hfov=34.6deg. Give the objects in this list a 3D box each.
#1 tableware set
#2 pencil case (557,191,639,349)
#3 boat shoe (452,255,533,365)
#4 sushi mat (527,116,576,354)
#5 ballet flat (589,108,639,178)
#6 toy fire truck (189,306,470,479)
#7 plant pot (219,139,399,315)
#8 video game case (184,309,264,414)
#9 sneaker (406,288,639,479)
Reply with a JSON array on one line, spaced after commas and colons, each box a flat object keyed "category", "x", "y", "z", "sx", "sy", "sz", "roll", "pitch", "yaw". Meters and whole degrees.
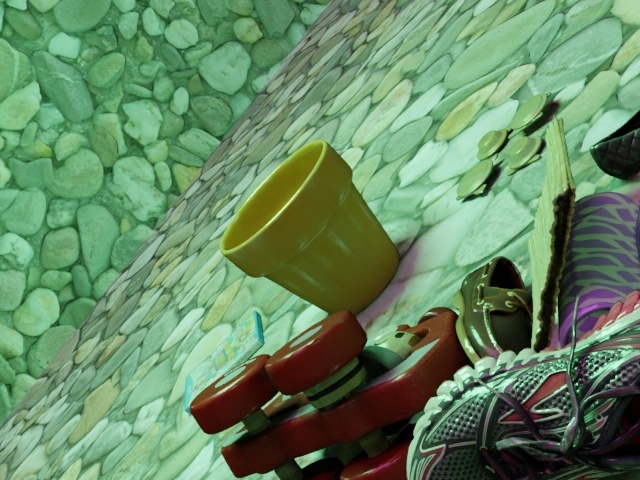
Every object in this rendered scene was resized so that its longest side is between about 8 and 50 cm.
[{"category": "tableware set", "x": 0.247, "y": -0.125, "z": 1.375, "sx": 0.141, "sy": 0.020, "sz": 0.168, "roll": -33, "pitch": 23, "yaw": 44}, {"category": "pencil case", "x": 0.250, "y": 0.035, "z": 0.891, "sx": 0.088, "sy": 0.086, "sz": 0.206, "roll": -32, "pitch": 22, "yaw": 26}, {"category": "boat shoe", "x": 0.175, "y": 0.073, "z": 1.006, "sx": 0.073, "sy": 0.073, "sz": 0.207, "roll": -47, "pitch": 16, "yaw": 16}, {"category": "sushi mat", "x": 0.212, "y": -0.015, "z": 0.957, "sx": 0.316, "sy": 0.019, "sz": 0.151, "roll": -57, "pitch": -27, "yaw": -70}, {"category": "ballet flat", "x": 0.355, "y": -0.140, "z": 1.092, "sx": 0.173, "sy": 0.049, "sz": 0.057, "roll": -49, "pitch": 18, "yaw": -8}, {"category": "toy fire truck", "x": 0.033, "y": 0.152, "z": 1.066, "sx": 0.302, "sy": 0.169, "sz": 0.254, "roll": -31, "pitch": 4, "yaw": 40}, {"category": "plant pot", "x": 0.000, "y": 0.000, "z": 1.399, "sx": 0.205, "sy": 0.188, "sz": 0.205, "roll": -42, "pitch": 17, "yaw": 16}, {"category": "video game case", "x": -0.155, "y": 0.192, "z": 1.640, "sx": 0.166, "sy": 0.015, "sz": 0.119, "roll": -45, "pitch": 17, "yaw": 9}, {"category": "sneaker", "x": 0.182, "y": 0.134, "z": 0.764, "sx": 0.299, "sy": 0.121, "sz": 0.112, "roll": -38, "pitch": 14, "yaw": 27}]
